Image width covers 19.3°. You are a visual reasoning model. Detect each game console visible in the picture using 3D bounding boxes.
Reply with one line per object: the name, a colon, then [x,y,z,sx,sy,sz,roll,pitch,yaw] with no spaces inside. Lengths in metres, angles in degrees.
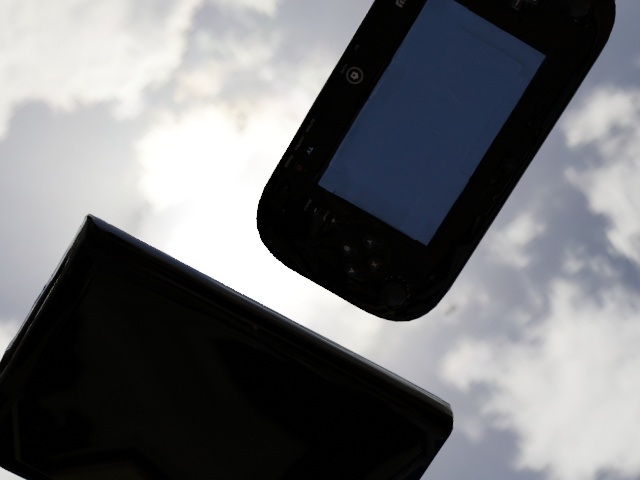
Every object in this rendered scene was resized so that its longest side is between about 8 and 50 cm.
game console: [0.000,0.000,0.922,0.361,0.213,0.044,-59,-165,14]
